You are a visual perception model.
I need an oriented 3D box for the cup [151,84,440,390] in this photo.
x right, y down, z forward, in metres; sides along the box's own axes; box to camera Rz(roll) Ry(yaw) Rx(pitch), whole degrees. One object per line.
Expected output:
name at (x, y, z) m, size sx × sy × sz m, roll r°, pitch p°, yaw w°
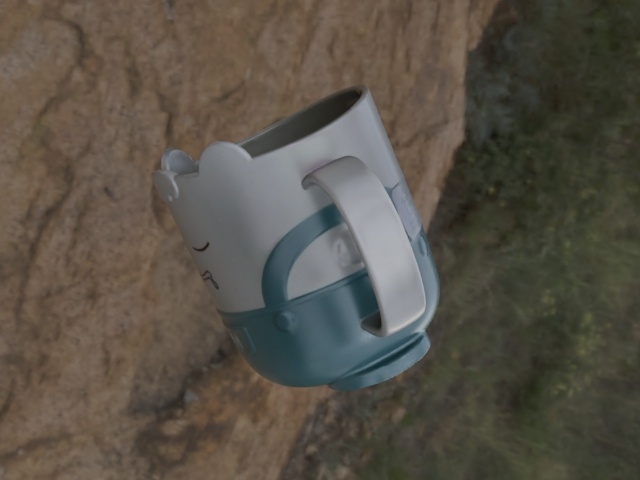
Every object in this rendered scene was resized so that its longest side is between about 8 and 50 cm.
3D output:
cup at (0.000, 0.000, 1.019) m, size 0.219 × 0.289 × 0.258 m, roll -28°, pitch 102°, yaw -20°
